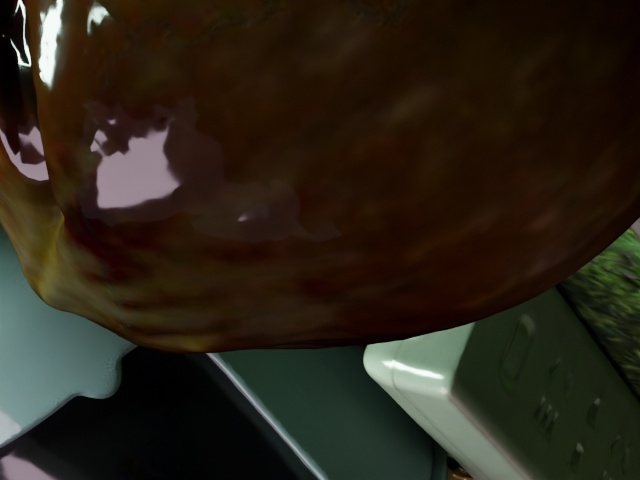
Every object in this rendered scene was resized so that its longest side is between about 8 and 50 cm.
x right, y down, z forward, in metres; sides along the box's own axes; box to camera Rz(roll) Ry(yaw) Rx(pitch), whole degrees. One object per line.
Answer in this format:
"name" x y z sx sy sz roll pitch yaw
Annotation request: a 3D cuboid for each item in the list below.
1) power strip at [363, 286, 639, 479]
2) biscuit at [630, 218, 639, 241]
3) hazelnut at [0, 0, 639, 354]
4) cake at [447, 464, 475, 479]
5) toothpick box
"power strip" 0.110 0.086 0.952 0.058 0.098 0.338 13 160 33
"biscuit" 0.241 0.019 0.593 0.309 0.079 0.186 13 162 35
"hazelnut" 0.004 -0.053 0.492 0.218 0.218 0.234 20 161 16
"cake" 0.133 0.327 1.453 0.286 0.222 0.227 11 161 39
"toothpick box" -0.118 0.063 0.945 0.263 0.263 0.354 1 137 54
